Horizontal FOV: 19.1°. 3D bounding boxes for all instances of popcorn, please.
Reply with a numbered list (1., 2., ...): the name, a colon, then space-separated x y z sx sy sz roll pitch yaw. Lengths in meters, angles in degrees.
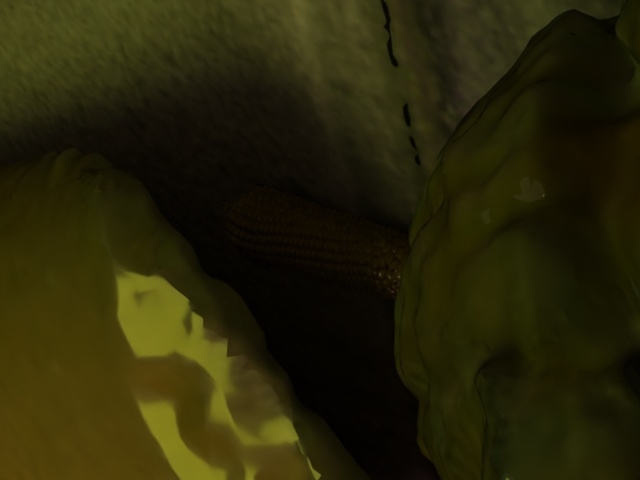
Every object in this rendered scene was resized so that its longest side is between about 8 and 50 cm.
1. popcorn: 0.110 0.013 0.429 0.187 0.167 0.186 -27 81 22

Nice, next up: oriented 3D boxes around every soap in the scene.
1. soap: -0.080 0.102 0.776 0.306 0.115 0.427 50 148 -17

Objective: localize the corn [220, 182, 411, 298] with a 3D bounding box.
1. corn: 0.000 0.000 0.652 0.083 0.028 0.027 17 134 30
